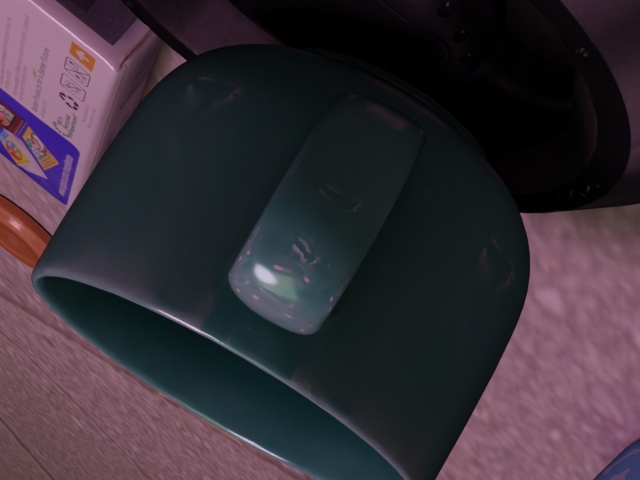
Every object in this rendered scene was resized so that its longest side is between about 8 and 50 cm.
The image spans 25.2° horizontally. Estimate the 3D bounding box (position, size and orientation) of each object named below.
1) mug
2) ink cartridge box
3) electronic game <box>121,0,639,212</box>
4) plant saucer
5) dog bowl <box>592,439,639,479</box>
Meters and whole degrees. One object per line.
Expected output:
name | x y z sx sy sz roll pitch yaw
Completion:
mug | 0.003 0.005 0.408 0.129 0.097 0.157 41 160 -31
ink cartridge box | -0.170 -0.116 0.636 0.208 0.045 0.206 38 160 -3
electronic game | 0.011 -0.079 0.409 0.229 0.048 0.229 28 164 9
plant saucer | -0.212 -0.005 0.990 0.083 0.013 0.083 33 159 15
dog bowl | 0.191 0.191 0.651 0.166 0.074 0.297 23 154 35
